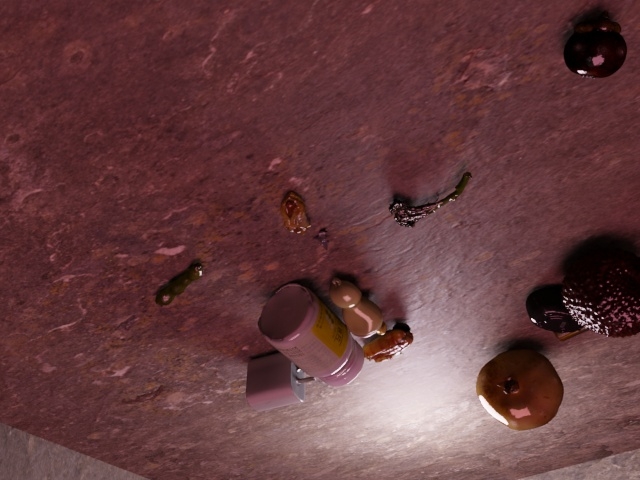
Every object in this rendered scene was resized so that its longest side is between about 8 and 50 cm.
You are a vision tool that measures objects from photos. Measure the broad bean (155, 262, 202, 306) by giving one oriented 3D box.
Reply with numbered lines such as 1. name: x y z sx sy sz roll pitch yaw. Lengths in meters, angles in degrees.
1. broad bean: -0.443 0.139 2.045 0.256 0.053 0.052 -37 90 33

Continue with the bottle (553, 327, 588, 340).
1. bottle: 0.919 0.247 2.174 0.082 0.082 0.286 31 130 -31

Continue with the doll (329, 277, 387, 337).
1. doll: 0.117 0.212 2.105 0.141 0.117 0.296 7 138 41

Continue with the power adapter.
1. power adapter: -0.135 0.505 2.371 0.255 0.187 0.124 -17 137 19

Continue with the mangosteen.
1. mangosteen: 0.588 -0.416 1.379 0.140 0.140 0.140 -1 139 -1

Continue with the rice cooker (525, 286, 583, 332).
1. rice cooker: 0.777 0.229 2.121 0.203 0.118 0.142 9 135 0

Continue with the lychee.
1. lychee: 0.870 0.154 1.928 0.275 0.276 0.304 18 149 -21

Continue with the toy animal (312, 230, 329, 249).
1. toy animal: 0.000 0.000 1.908 0.050 0.028 0.084 -7 139 -6

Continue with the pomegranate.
1. pomegranate: 0.720 0.540 2.356 0.319 0.319 0.319 -1 139 -1

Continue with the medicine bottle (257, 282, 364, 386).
1. medicine bottle: -0.021 0.324 2.144 0.213 0.213 0.379 -21 136 22

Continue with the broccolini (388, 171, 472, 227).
1. broccolini: 0.289 -0.121 1.750 0.123 0.062 0.271 12 146 -37

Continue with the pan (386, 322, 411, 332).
1. pan: 0.262 0.310 2.278 0.115 0.023 0.068 -6 142 14

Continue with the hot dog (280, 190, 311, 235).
1. hot dog: -0.071 -0.059 1.813 0.078 0.061 0.169 -8 139 10

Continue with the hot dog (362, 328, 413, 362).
1. hot dog: 0.235 0.383 2.304 0.104 0.076 0.250 21 142 -27
